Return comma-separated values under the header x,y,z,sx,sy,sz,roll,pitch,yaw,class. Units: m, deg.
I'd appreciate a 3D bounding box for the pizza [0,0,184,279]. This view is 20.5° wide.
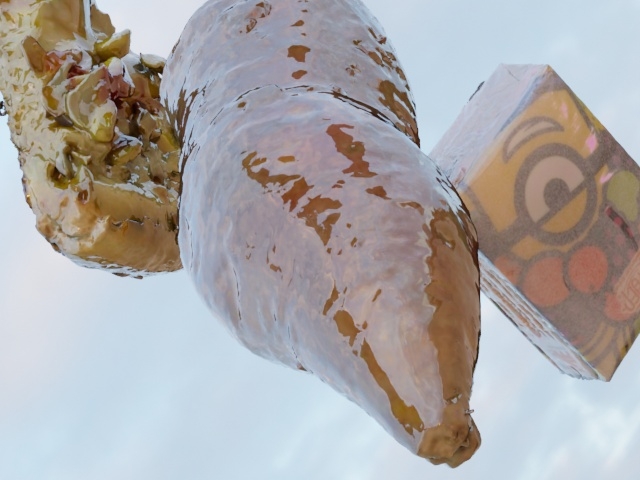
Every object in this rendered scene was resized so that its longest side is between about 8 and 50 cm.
x,y,z,sx,sy,sz,roll,pitch,yaw,class
-0.125,-0.094,1.180,0.074,0.287,0.251,-27,-25,19,pizza

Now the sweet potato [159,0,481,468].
x,y,z,sx,sy,sz,roll,pitch,yaw,class
-0.001,-0.002,0.772,0.131,0.336,0.131,-4,-58,-7,sweet potato

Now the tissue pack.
x,y,z,sx,sy,sz,roll,pitch,yaw,class
0.127,-0.010,0.963,0.148,0.060,0.108,45,-109,-22,tissue pack
